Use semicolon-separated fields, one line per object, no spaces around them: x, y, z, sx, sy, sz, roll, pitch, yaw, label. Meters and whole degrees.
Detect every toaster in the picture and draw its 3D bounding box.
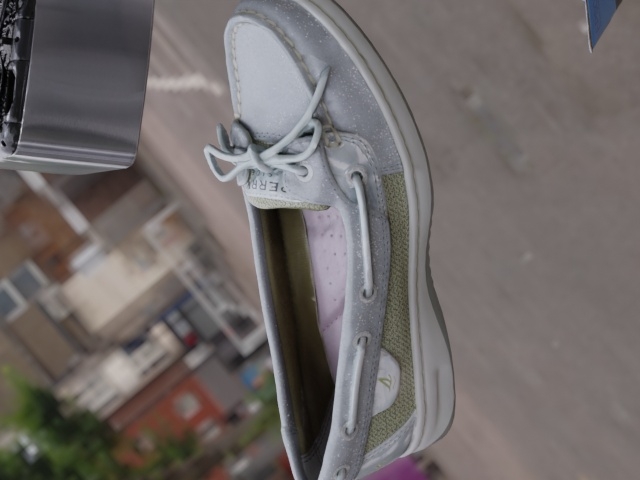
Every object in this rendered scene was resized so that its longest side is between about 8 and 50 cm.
-0.202;-0.139;1.477;0.110;0.168;0.186;6;176;-23;toaster

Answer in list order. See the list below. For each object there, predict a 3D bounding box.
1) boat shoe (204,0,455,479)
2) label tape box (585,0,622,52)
-0.001;0.001;1.189;0.118;0.103;0.320;16;125;47;boat shoe
0.265;-0.375;1.893;0.106;0.333;0.240;11;134;28;label tape box
